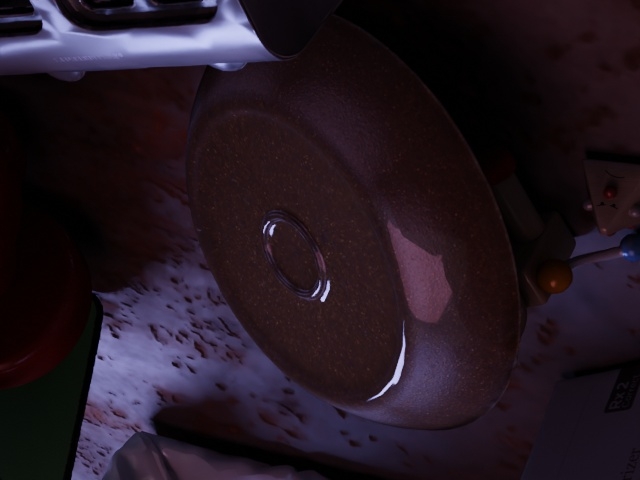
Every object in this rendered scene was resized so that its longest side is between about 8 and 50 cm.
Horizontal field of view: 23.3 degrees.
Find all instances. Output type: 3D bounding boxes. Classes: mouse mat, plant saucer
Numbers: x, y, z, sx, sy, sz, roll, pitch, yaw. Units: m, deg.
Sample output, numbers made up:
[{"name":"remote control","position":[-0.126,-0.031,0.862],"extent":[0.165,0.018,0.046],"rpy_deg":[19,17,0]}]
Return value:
[{"name":"mouse mat","position":[-0.223,0.085,0.846],"extent":[0.190,0.152,0.007],"rpy_deg":[9,160,-1]},{"name":"plant saucer","position":[0.000,0.000,0.655],"extent":[0.199,0.036,0.198],"rpy_deg":[35,141,35]}]

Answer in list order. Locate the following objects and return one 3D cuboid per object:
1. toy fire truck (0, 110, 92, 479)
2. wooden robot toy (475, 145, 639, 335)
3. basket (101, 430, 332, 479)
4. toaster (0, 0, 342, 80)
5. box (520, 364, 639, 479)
[{"name":"toy fire truck","position":[-0.271,0.047,0.751],"extent":[0.254,0.302,0.169],"rpy_deg":[15,163,12]},{"name":"wooden robot toy","position":[0.063,0.015,0.669],"extent":[0.173,0.079,0.076],"rpy_deg":[-14,127,42]},{"name":"basket","position":[-0.008,0.339,0.909],"extent":[0.331,0.328,0.266],"rpy_deg":[11,145,21]},{"name":"toaster","position":[-0.086,-0.146,0.544],"extent":[0.168,0.110,0.185],"rpy_deg":[1,136,30]},{"name":"box","position":[0.176,0.176,0.707],"extent":[0.119,0.181,0.182],"rpy_deg":[-18,124,44]}]
